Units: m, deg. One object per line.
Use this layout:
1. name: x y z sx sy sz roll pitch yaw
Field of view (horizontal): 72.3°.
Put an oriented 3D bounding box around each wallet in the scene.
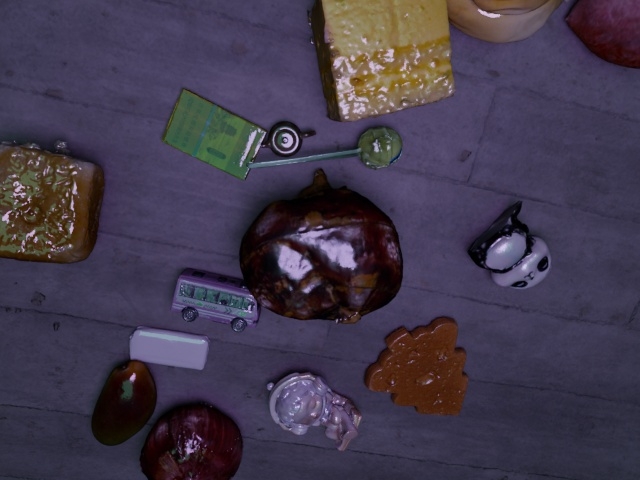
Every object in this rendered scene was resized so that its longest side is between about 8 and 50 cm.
1. wallet: -0.372 0.264 1.076 0.190 0.033 0.095 13 103 -8

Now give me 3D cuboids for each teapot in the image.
1. teapot: -0.068 -0.217 0.937 0.121 0.068 0.076 -13 107 0

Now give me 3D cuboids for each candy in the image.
1. candy: 0.011 -0.179 0.923 0.335 0.093 0.092 -10 108 -10

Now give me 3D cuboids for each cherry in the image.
1. cherry: 0.633 -0.454 0.846 0.239 0.206 0.239 -3 111 -7

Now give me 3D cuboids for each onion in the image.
1. onion: -0.312 0.526 1.062 0.252 0.219 0.252 -2 116 -4

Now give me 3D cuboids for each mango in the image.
1. mango: -0.478 0.410 1.072 0.133 0.111 0.268 16 113 -28

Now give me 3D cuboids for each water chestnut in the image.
1. water chestnut: 0.000 0.000 0.907 0.335 0.335 0.347 0 76 -4

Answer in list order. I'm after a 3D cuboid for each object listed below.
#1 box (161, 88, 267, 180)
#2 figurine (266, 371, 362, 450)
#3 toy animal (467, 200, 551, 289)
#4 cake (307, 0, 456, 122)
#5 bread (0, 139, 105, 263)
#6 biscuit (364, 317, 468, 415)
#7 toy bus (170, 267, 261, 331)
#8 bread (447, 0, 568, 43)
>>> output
1. box: -0.226 -0.225 0.944 0.193 0.030 0.121 25 103 -11
2. figurine: -0.025 0.417 1.089 0.236 0.141 0.162 30 97 -12
3. toy animal: 0.451 0.027 1.010 0.179 0.138 0.166 44 115 -9
4. cake: 0.098 -0.386 0.819 0.222 0.227 0.286 -14 109 -4
5. bread: -0.551 -0.081 0.892 0.195 0.176 0.246 10 91 -18
6. biscuit: 0.273 0.348 1.141 0.284 0.043 0.306 -36 108 5
7. toy bus: -0.234 0.134 1.017 0.198 0.096 0.108 13 101 -5
8. bread: 0.394 -0.573 0.773 0.329 0.245 0.424 34 97 -13
